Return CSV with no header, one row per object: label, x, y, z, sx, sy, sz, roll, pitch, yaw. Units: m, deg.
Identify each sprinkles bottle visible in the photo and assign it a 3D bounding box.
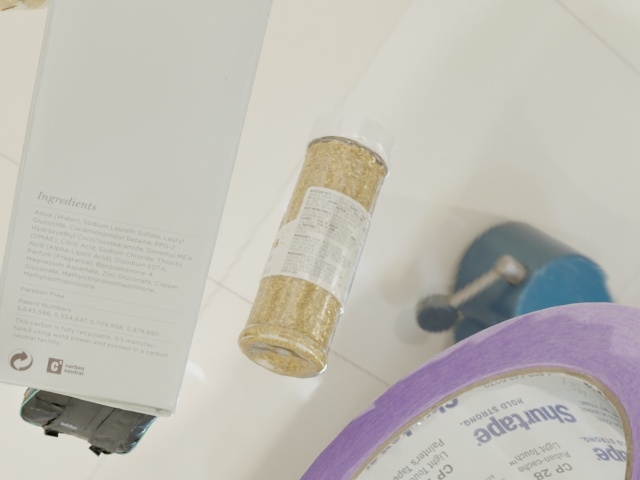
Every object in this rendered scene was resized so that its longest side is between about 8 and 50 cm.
sprinkles bottle,0.000,0.000,1.621,0.121,0.121,0.355,35,58,-29

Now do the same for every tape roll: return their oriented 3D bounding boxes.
tape roll,0.084,0.157,0.572,0.275,0.275,0.090,-42,111,-5

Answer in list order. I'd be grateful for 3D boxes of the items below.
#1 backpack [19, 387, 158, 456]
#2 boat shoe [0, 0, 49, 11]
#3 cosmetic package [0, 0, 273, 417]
backpack,-0.267,0.167,1.549,0.165,0.188,0.144,27,51,-16
boat shoe,-0.365,-0.295,1.438,0.059,0.170,0.063,-14,97,-40
cosmetic package,-0.142,-0.092,0.947,0.156,0.217,0.385,13,112,-11
